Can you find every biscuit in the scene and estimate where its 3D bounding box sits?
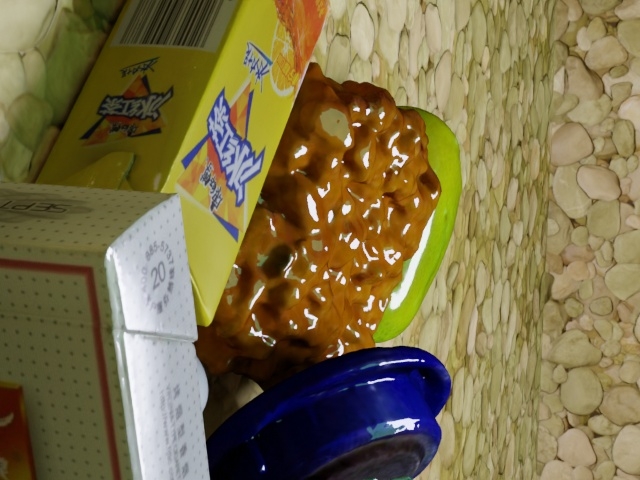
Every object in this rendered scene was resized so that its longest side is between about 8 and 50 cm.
[{"bbox_3d":[0.000,0.000,1.353,0.312,0.111,0.318,-66,157,-3],"label":"biscuit"}]

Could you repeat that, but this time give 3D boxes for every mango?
[{"bbox_3d":[0.076,-0.019,1.590,0.185,0.149,0.273,20,81,-76],"label":"mango"}]

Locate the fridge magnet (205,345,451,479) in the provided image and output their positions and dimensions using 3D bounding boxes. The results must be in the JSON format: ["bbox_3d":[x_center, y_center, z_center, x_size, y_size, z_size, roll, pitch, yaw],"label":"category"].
[{"bbox_3d":[0.007,0.191,1.316,0.112,0.265,0.265,61,5,27],"label":"fridge magnet"}]

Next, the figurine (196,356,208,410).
[{"bbox_3d":[-0.150,0.171,1.008,0.189,0.142,0.263,7,84,-47],"label":"figurine"}]

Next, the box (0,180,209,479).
[{"bbox_3d":[-0.177,0.130,0.833,0.095,0.210,0.330,-49,139,-59],"label":"box"}]

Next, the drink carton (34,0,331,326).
[{"bbox_3d":[-0.100,-0.117,1.138,0.154,0.111,0.351,70,31,-49],"label":"drink carton"}]

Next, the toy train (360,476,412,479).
[{"bbox_3d":[-0.022,0.321,1.166,0.145,0.266,0.201,-48,-124,57],"label":"toy train"}]
